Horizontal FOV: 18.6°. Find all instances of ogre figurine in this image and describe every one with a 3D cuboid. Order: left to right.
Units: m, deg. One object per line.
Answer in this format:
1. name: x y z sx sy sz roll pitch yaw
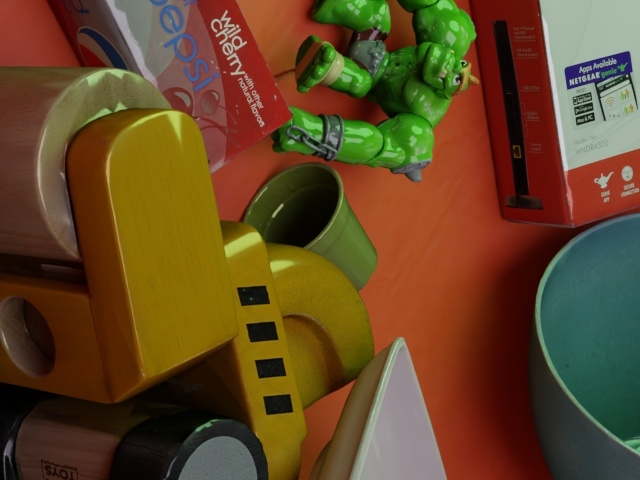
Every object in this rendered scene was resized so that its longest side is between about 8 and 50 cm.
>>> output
1. ogre figurine: 0.046 -0.128 1.387 0.118 0.097 0.197 30 45 -20

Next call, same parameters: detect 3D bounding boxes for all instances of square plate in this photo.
1. square plate: 0.016 0.293 1.283 0.347 0.049 0.344 73 31 -50

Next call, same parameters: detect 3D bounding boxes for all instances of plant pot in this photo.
1. plant pot: 0.000 0.000 1.379 0.079 0.083 0.083 45 69 -42
2. plant pot: 0.286 0.144 1.490 0.290 0.290 0.195 -23 143 -31

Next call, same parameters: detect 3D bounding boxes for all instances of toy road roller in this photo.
1. toy road roller: -0.103 0.031 1.239 0.241 0.203 0.329 -29 115 -42

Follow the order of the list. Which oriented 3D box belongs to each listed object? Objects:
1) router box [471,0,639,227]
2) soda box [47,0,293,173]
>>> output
1. router box: 0.271 -0.194 1.538 0.335 0.082 0.301 -17 104 -32
2. soda box: -0.123 -0.170 1.269 0.092 0.083 0.263 -36 113 -26
